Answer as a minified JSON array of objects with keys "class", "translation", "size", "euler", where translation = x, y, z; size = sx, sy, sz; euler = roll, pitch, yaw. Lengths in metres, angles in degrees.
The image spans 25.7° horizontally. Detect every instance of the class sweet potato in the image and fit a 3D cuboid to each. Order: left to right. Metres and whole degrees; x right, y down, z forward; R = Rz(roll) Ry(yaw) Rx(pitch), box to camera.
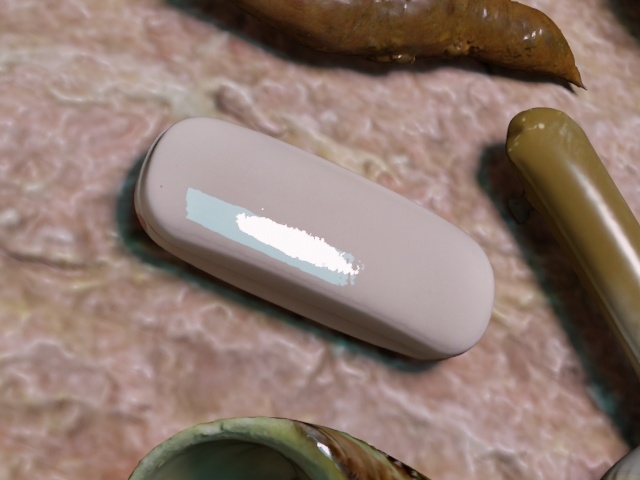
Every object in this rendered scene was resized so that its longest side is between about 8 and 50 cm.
[{"class":"sweet potato","translation":[0.052,-0.133,0.824],"size":[0.273,0.067,0.067],"euler":[9,64,-28]}]

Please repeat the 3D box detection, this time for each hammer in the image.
[{"class":"hammer","translation":[0.189,0.055,0.784],"size":[0.202,0.113,0.305],"euler":[-22,73,-34]}]

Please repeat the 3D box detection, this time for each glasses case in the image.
[{"class":"glasses case","translation":[0.000,0.000,0.743],"size":[0.204,0.051,0.081],"euler":[25,60,-14]}]

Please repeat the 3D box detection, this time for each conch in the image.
[{"class":"conch","translation":[0.002,0.177,0.629],"size":[0.187,0.124,0.182],"euler":[4,75,6]}]
